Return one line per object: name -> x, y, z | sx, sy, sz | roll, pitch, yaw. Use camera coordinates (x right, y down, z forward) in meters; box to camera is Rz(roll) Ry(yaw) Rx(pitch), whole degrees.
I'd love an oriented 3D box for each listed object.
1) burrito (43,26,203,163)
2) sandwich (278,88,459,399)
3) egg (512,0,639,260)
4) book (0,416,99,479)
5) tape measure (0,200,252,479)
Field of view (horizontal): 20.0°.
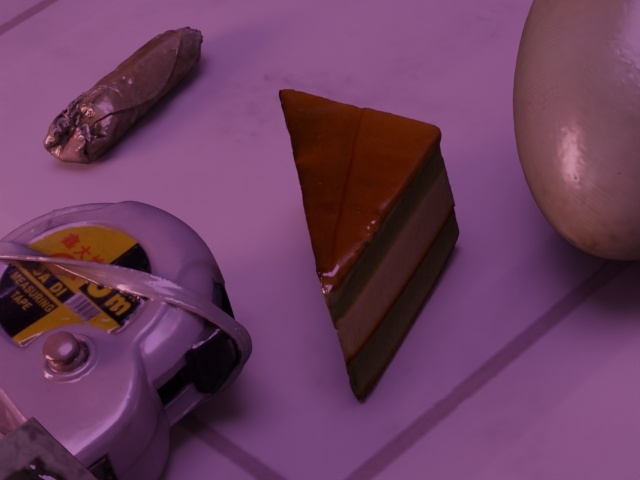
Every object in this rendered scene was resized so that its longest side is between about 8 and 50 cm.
burrito -> -0.159, -0.127, 1.527 | 0.058, 0.045, 0.188 | 22, 48, 26
sandwich -> 0.000, 0.000, 1.278 | 0.144, 0.117, 0.187 | 10, 46, 29
egg -> 0.240, -0.109, 1.268 | 0.218, 0.218, 0.295 | 13, 58, 28
book -> -0.126, 0.273, 0.934 | 0.352, 0.035, 0.239 | 42, 58, 16
tape measure -> -0.156, 0.062, 1.238 | 0.197, 0.120, 0.236 | -37, 50, -19
